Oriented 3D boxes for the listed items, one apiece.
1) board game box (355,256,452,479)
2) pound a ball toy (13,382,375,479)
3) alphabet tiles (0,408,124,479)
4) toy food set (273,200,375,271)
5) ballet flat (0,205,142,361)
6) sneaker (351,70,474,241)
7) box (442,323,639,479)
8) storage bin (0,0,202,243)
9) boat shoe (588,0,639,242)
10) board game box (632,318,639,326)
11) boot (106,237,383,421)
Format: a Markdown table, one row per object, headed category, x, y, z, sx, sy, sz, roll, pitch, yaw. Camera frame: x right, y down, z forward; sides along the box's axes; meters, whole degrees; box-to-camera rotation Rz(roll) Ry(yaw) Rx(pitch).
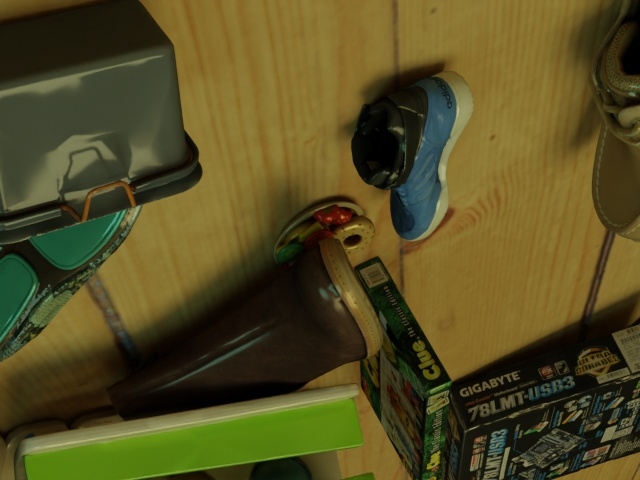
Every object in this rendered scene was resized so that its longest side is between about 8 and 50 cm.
| category | x | y | z | sx | sy | sz | roll | pitch | yaw |
| --- | --- | --- | --- | --- | --- | --- | --- | --- | --- |
| board game box | 0.076 | 0.136 | 1.049 | 0.030 | 0.136 | 0.259 | -22 | 149 | -9 |
| pound a ball toy | -0.110 | 0.245 | 0.869 | 0.319 | 0.208 | 0.136 | -8 | 163 | -21 |
| alphabet tiles | -0.276 | 0.265 | 0.982 | 0.284 | 0.021 | 0.278 | -4 | 126 | -38 |
| toy food set | 0.000 | 0.000 | 0.885 | 0.083 | 0.020 | 0.083 | -35 | 151 | 7 |
| ballet flat | -0.168 | 0.005 | 0.711 | 0.188 | 0.070 | 0.070 | -41 | 149 | 21 |
| sneaker | 0.055 | -0.051 | 0.815 | 0.085 | 0.058 | 0.152 | -20 | 145 | -30 |
| box | 0.302 | 0.229 | 1.425 | 0.293 | 0.073 | 0.295 | -16 | 148 | -5 |
| storage bin | -0.134 | -0.067 | 0.595 | 0.135 | 0.098 | 0.091 | -19 | 139 | -23 |
| boat shoe | 0.254 | -0.129 | 0.836 | 0.110 | 0.121 | 0.341 | -14 | 137 | -20 |
| board game box | 0.525 | 0.099 | 1.498 | 0.243 | 0.042 | 0.165 | -3 | 141 | -40 |
| boot | -0.064 | 0.091 | 0.866 | 0.207 | 0.090 | 0.248 | -22 | 164 | -10 |
